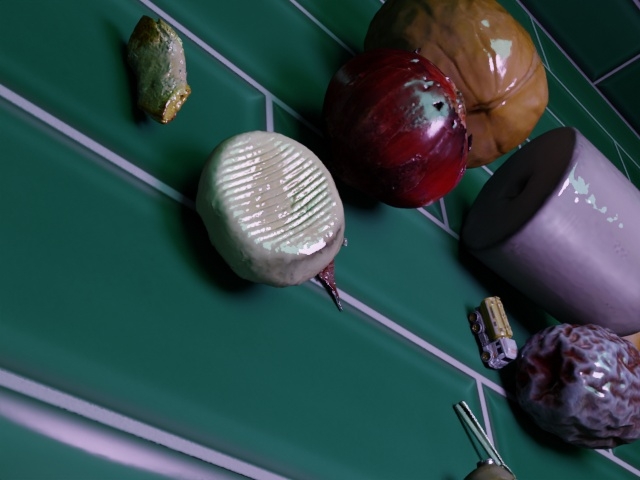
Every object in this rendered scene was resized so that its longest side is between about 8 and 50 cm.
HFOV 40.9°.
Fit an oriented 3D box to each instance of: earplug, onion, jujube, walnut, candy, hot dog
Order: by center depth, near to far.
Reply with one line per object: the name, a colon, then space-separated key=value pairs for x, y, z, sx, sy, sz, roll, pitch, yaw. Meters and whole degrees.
hot dog: x=-0.209 y=-0.217 z=1.126 sx=0.061 sy=0.078 sz=0.169 roll=38 pitch=37 yaw=-59
candy: x=0.289 y=0.367 z=1.345 sx=0.262 sy=0.073 sz=0.077 roll=57 pitch=10 yaw=12
onion: x=0.122 y=-0.177 z=1.418 sx=0.276 sy=0.276 sz=0.276 roll=37 pitch=36 yaw=-33
jujube: x=0.493 y=0.267 z=1.587 sx=0.317 sy=0.226 sz=0.226 roll=26 pitch=42 yaw=-41
walnut: x=0.256 y=-0.326 z=1.659 sx=0.398 sy=0.308 sz=0.354 roll=-118 pitch=-174 yaw=-53
earplug: x=0.520 y=0.014 z=1.704 sx=0.394 sy=0.312 sz=0.313 roll=40 pitch=33 yaw=-14

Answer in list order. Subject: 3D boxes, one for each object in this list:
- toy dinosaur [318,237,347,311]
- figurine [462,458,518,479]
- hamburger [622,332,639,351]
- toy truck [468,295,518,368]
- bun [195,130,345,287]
toy dinosaur: x=-0.001 y=0.001 z=1.272 sx=0.108 sy=0.032 sz=0.220 roll=-7 pitch=71 yaw=-61
figurine: x=0.216 y=0.376 z=1.165 sx=0.250 sy=0.166 sz=0.141 roll=-1 pitch=39 yaw=-42
hamburger: x=0.751 y=0.287 z=2.014 sx=0.237 sy=0.147 sz=0.237 roll=22 pitch=53 yaw=-34
toy truck: x=0.316 y=0.166 z=1.557 sx=0.052 sy=0.063 sz=0.123 roll=21 pitch=46 yaw=-48
bun: x=-0.072 y=-0.031 z=1.116 sx=0.222 sy=0.127 sz=0.222 roll=14 pitch=56 yaw=-21
